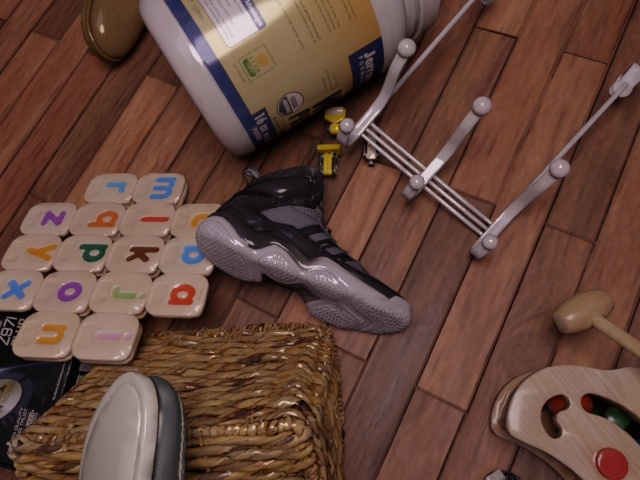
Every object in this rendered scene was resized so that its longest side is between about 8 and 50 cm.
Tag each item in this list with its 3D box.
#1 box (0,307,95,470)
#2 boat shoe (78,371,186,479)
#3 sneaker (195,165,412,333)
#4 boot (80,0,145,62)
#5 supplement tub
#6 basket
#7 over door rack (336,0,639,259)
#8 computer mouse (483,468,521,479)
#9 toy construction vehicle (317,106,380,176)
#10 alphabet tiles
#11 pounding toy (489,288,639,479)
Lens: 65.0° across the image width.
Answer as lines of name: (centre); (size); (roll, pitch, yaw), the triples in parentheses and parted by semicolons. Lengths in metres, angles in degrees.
box: (-0.358, 0.177, 0.622); (0.148, 0.077, 0.180); (7, 73, 12)
boat shoe: (-0.140, 0.253, 0.418); (0.116, 0.099, 0.319); (21, 105, 49)
sneaker: (0.000, 0.000, 0.607); (0.269, 0.101, 0.153); (25, 59, -1)
boot: (-0.210, -0.386, 0.731); (0.270, 0.089, 0.235); (0, 70, 30)
supplement tub: (-0.035, -0.277, 0.637); (0.316, 0.228, 0.228); (-32, 70, -1)
basket: (-0.123, 0.233, 0.558); (0.300, 0.223, 0.213); (-7, 104, 7)
over door rack: (0.210, -0.174, 0.609); (0.239, 0.108, 0.324); (42, 83, 8)
computer mouse: (0.123, 0.366, 0.485); (0.272, 0.072, 0.188); (-26, 71, 0)
toy construction vehicle: (0.040, -0.133, 0.684); (0.086, 0.035, 0.098); (-2, 80, 10)
alphabet tiles: (-0.266, 0.021, 0.637); (0.278, 0.021, 0.284); (0, 52, 6)
pounding toy: (0.264, 0.189, 0.474); (0.154, 0.155, 0.269); (-19, 70, -2)
